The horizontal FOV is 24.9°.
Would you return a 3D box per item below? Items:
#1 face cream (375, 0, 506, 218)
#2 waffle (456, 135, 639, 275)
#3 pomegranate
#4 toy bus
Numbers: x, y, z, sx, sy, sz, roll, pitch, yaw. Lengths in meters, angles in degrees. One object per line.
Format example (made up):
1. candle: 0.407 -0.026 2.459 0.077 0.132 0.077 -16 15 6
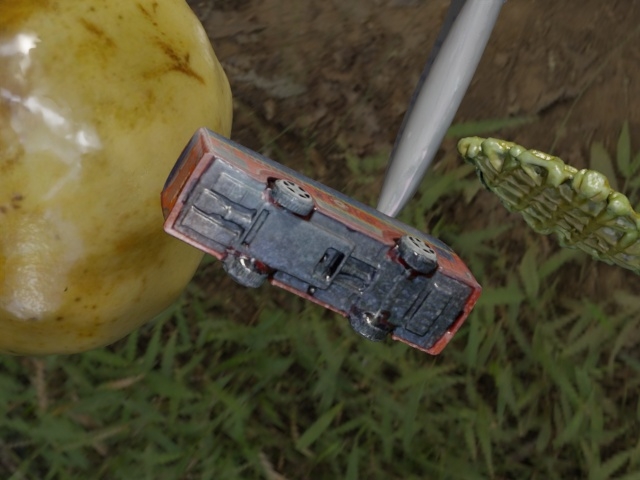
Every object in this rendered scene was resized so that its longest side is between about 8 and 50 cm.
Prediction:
1. face cream: 0.120 -0.181 1.256 0.137 0.235 0.420 25 99 -1
2. waffle: 0.199 -0.031 1.189 0.169 0.183 0.036 24 79 41
3. pomegranate: -0.225 -0.078 1.119 0.333 0.332 0.332 4 106 13
4. toy bus: 0.000 0.000 0.853 0.192 0.077 0.065 25 110 -24
